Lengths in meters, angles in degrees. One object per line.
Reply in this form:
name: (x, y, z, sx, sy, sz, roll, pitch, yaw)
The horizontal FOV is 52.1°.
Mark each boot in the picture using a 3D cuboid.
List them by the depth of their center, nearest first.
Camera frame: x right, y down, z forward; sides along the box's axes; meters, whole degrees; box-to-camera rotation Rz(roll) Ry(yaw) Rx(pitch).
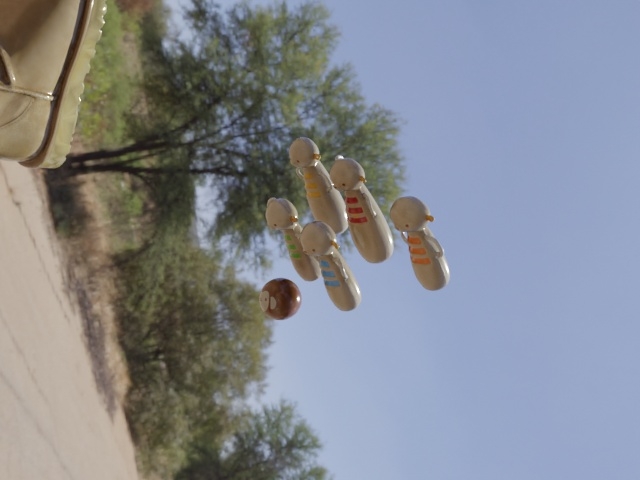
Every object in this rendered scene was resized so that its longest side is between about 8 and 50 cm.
boot: (-0.287, -0.160, 0.447, 0.089, 0.269, 0.236, 15, -81, 33)

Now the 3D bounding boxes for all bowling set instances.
bowling set: (0.000, 0.000, 0.802, 0.287, 0.200, 0.154, 27, -31, 51)
